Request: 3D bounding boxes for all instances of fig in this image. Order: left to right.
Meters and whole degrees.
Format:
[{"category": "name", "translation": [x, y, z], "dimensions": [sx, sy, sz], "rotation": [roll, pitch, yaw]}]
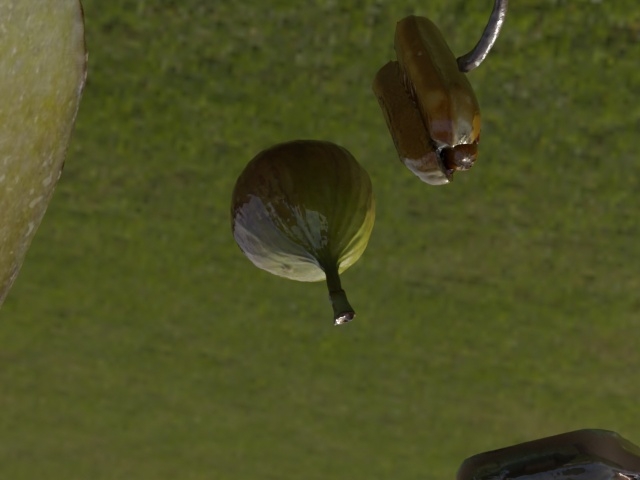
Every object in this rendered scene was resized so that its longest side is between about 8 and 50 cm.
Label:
[{"category": "fig", "translation": [0.004, 0.000, 1.839], "dimensions": [0.231, 0.160, 0.143], "rotation": [52, -168, 25]}]

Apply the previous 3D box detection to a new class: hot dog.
[{"category": "hot dog", "translation": [0.088, -0.119, 1.428], "dimensions": [0.062, 0.092, 0.236], "rotation": [14, -153, -14]}]

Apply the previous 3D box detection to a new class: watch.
[{"category": "watch", "translation": [0.219, 0.324, 1.651], "dimensions": [0.253, 0.241, 0.162], "rotation": [-19, 150, 28]}]

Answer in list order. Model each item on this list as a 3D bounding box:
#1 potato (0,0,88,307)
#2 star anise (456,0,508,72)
[{"category": "potato", "translation": [-0.391, -0.116, 1.217], "dimensions": [0.319, 0.442, 0.385], "rotation": [25, -169, 19]}, {"category": "star anise", "translation": [0.123, -0.242, 1.245], "dimensions": [0.148, 0.227, 0.218], "rotation": [36, -172, 21]}]
